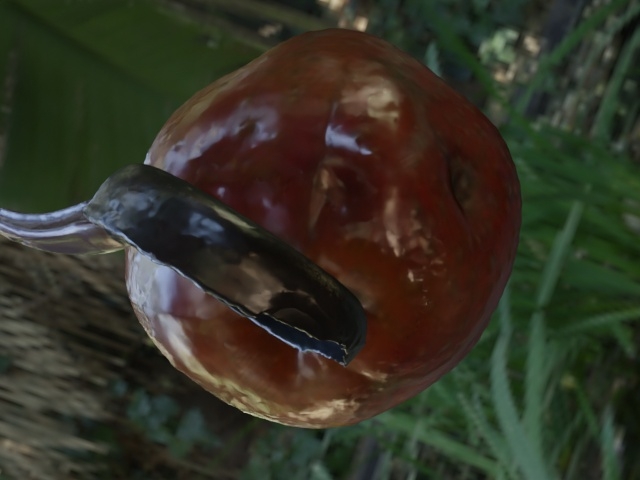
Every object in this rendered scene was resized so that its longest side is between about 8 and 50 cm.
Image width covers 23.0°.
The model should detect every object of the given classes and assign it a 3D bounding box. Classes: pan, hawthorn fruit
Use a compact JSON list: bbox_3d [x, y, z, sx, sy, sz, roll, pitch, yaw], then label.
[{"bbox_3d":[-0.065,0.000,0.613,0.212,0.115,0.040,16,75,47],"label":"pan"},{"bbox_3d":[0.000,0.000,1.064,0.300,0.275,0.275,-72,3,-65],"label":"hawthorn fruit"}]
